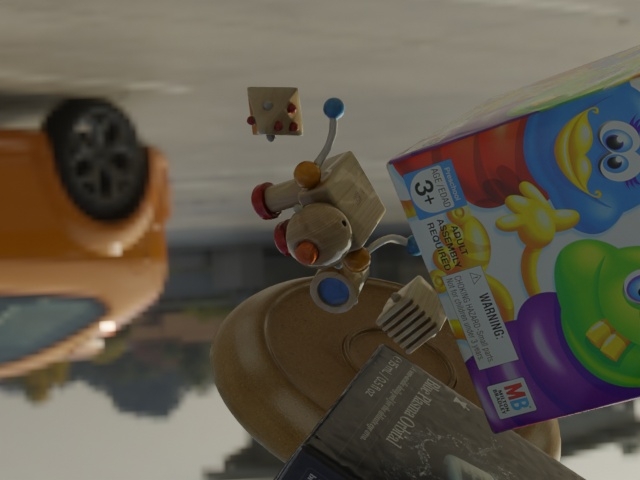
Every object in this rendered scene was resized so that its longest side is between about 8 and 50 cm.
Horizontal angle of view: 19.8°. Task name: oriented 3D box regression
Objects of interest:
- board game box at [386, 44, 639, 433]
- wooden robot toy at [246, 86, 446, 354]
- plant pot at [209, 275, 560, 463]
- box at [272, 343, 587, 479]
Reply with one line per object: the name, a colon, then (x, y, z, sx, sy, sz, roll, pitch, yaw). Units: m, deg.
board game box: (0.196, -0.028, 0.840, 0.275, 0.144, 0.142, -19, -173, 31)
wooden robot toy: (0.000, 0.000, 1.000, 0.076, 0.173, 0.079, -22, -160, 28)
plant pot: (0.047, 0.087, 1.174, 0.236, 0.032, 0.236, 15, -152, -8)
box: (0.054, 0.150, 0.915, 0.158, 0.093, 0.156, 34, -158, 5)
